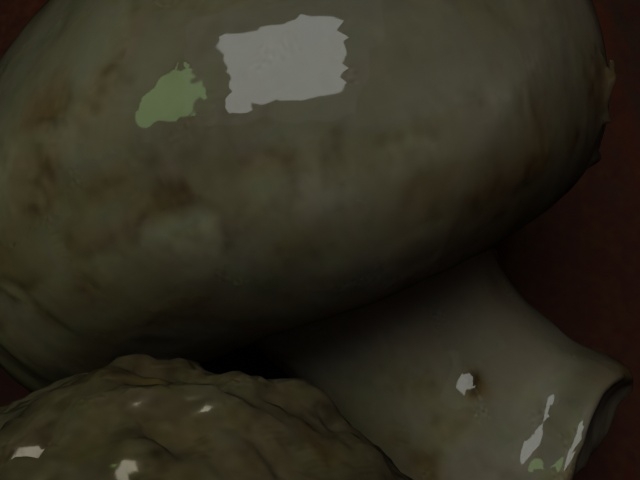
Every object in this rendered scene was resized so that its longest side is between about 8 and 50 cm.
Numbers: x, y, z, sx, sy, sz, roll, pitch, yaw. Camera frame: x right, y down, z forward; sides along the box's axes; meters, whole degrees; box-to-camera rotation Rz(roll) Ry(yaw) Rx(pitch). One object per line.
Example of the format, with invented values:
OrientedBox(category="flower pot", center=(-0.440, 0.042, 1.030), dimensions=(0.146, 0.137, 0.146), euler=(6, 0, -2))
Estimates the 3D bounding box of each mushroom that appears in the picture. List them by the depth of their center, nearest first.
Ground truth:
OrientedBox(category="mushroom", center=(0.000, 0.000, 0.508), dimensions=(0.298, 0.297, 0.290), euler=(-26, 88, -11))

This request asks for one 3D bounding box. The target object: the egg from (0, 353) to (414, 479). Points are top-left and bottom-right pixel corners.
OrientedBox(category="egg", center=(-0.051, 0.189, 0.373), dimensions=(0.279, 0.279, 0.310), euler=(-2, 91, 3))
